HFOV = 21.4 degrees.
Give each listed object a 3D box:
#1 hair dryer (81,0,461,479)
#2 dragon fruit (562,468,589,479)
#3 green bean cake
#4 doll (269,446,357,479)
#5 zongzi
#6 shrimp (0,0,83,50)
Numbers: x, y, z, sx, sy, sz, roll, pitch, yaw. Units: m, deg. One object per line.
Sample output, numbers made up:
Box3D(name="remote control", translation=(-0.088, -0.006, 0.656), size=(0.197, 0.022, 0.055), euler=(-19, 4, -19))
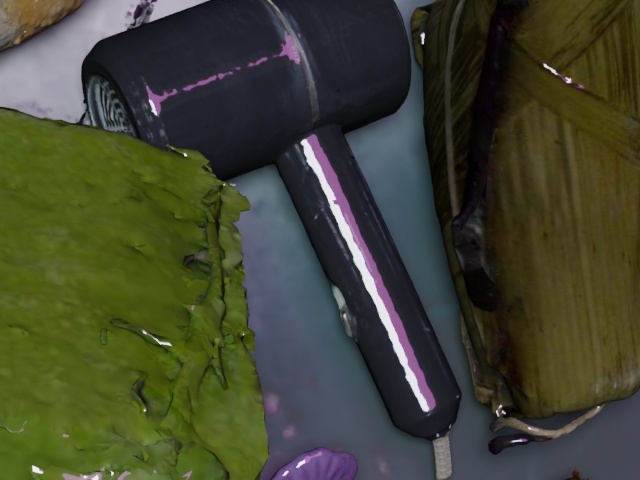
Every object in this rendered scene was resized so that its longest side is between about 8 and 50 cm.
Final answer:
Box3D(name="hair dryer", translation=(0.000, 0.000, 0.691), size=(0.124, 0.071, 0.219), euler=(-25, 88, -21))
Box3D(name="dragon fruit", translation=(0.077, 0.185, 0.617), size=(0.125, 0.125, 0.246), euler=(50, 39, -33))
Box3D(name="green bean cake", translation=(-0.125, 0.043, 0.563), size=(0.200, 0.113, 0.214), euler=(9, 36, -17))
Box3D(name="doll", translation=(-0.045, 0.141, 0.628), size=(0.190, 0.050, 0.115), euler=(-5, 65, -17))
Box3D(name="zongzi", translation=(0.103, -0.034, 0.650), size=(0.094, 0.204, 0.205), euler=(-2, 72, -12))
Box3D(name="shrimp", translation=(-0.210, -0.119, 0.665), size=(0.317, 0.077, 0.168), euler=(-31, 72, -28))
